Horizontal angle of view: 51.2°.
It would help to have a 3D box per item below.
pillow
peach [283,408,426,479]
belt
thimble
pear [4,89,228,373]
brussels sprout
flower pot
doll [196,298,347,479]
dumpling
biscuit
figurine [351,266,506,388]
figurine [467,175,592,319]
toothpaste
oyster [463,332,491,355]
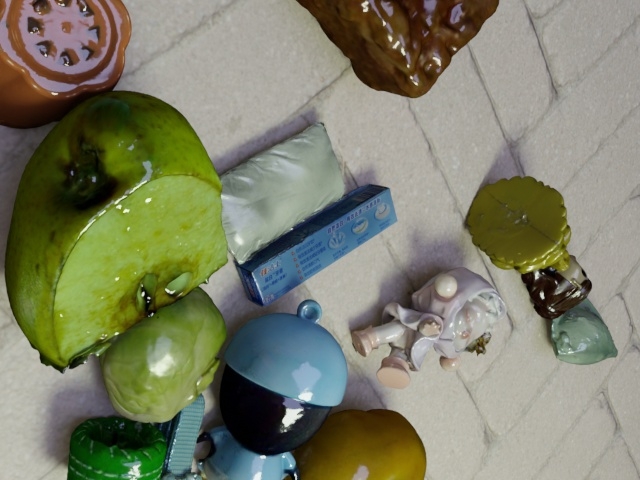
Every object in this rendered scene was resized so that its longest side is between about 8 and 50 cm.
[{"bbox_3d":[-0.058,-0.070,0.948,0.229,0.051,0.128,-33,118,-29],"label":"pillow"},{"bbox_3d":[0.053,0.379,1.045,0.251,0.153,0.251,-19,129,-26],"label":"peach"},{"bbox_3d":[-0.193,0.290,0.885,0.065,0.100,0.179,17,85,-41],"label":"belt"},{"bbox_3d":[-0.251,0.274,0.820,0.118,0.130,0.090,10,93,2],"label":"thimble"},{"bbox_3d":[-0.232,-0.025,0.690,0.238,0.164,0.255,-35,154,-26],"label":"pear"},{"bbox_3d":[-0.207,0.130,0.831,0.183,0.131,0.145,-56,146,-15],"label":"brussels sprout"},{"bbox_3d":[-0.285,-0.205,0.685,0.191,0.173,0.190,-8,105,-34],"label":"flower pot"},{"bbox_3d":[-0.069,0.227,0.940,0.177,0.141,0.314,23,97,-6],"label":"doll"},{"bbox_3d":[0.562,0.192,1.408,0.217,0.105,0.149,17,94,-33],"label":"dumpling"},{"bbox_3d":[0.092,-0.437,0.920,0.342,0.166,0.395,-49,121,-17],"label":"biscuit"},{"bbox_3d":[0.185,0.138,1.115,0.276,0.133,0.200,-26,124,-25],"label":"figurine"},{"bbox_3d":[0.426,0.029,1.258,0.315,0.187,0.168,37,72,-43],"label":"figurine"},{"bbox_3d":[0.000,0.000,1.003,0.272,0.053,0.066,-32,120,-28],"label":"toothpaste"},{"bbox_3d":[0.273,0.171,1.244,0.132,0.029,0.086,29,75,-33],"label":"oyster"}]
